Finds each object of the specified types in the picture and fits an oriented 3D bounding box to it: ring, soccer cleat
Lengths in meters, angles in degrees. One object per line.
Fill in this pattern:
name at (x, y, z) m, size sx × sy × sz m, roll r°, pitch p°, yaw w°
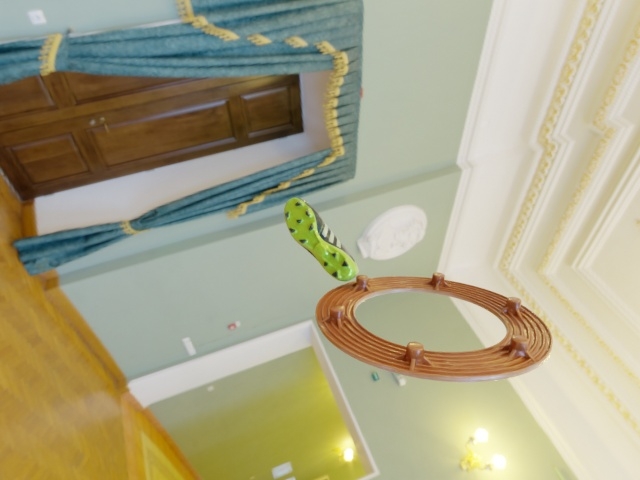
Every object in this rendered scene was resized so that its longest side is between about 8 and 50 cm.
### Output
ring at (0.160, 0.105, 0.685) m, size 0.336 × 0.337 × 0.032 m, roll -137°, pitch -134°, yaw -66°
soccer cleat at (0.000, 0.000, 0.807) m, size 0.178 × 0.060 × 0.072 m, roll 52°, pitch 13°, yaw 16°
